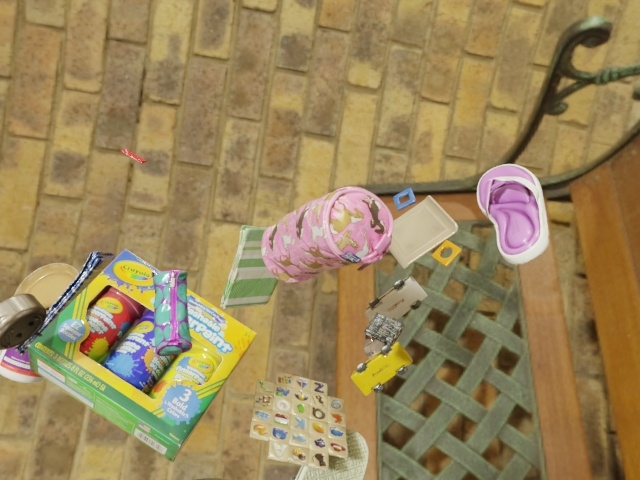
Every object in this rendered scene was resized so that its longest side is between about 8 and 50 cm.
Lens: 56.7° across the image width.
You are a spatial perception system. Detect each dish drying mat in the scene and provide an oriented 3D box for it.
[{"bbox_3d":[-0.620,-0.281,1.969,0.008,0.083,0.032,-62,-5,21],"label":"dish drying mat"}]

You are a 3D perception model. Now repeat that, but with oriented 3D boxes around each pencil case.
[{"bbox_3d":[-0.262,0.125,1.044,0.070,0.065,0.151,120,144,-54],"label":"pencil case"},{"bbox_3d":[0.000,0.000,1.316,0.386,0.160,0.167,-19,74,62],"label":"pencil case"}]

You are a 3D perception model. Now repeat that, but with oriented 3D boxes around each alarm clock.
[{"bbox_3d":[-0.665,0.175,1.267,0.129,0.064,0.192,-45,-16,-5],"label":"alarm clock"}]

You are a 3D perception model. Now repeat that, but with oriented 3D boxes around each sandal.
[{"bbox_3d":[0.494,-0.104,1.547,0.169,0.102,0.416,-33,29,20],"label":"sandal"}]

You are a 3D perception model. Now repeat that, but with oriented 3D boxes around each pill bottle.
[{"bbox_3d":[-1.037,0.343,2.164,0.181,0.182,0.322,179,114,-81],"label":"pill bottle"}]

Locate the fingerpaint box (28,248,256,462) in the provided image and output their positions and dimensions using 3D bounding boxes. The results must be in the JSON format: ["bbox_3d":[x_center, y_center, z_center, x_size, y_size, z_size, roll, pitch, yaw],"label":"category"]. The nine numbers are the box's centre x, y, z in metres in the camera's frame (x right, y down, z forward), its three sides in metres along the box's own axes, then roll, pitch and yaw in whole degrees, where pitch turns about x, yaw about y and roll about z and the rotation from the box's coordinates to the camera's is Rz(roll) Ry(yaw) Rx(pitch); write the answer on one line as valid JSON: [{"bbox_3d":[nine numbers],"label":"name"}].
[{"bbox_3d":[-0.459,0.292,1.578,0.371,0.445,0.163,-55,-3,-40],"label":"fingerpaint box"}]

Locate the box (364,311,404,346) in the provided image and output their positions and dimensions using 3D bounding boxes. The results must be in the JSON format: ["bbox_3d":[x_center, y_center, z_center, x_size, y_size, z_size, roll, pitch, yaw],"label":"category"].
[{"bbox_3d":[0.166,0.230,1.546,0.067,0.083,0.018,-52,-35,-27],"label":"box"}]

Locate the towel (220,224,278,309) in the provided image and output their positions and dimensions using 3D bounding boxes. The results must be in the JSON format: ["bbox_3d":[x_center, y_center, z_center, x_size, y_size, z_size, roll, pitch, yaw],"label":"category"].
[{"bbox_3d":[-0.239,0.100,2.219,0.038,0.248,0.324,29,109,39],"label":"towel"}]

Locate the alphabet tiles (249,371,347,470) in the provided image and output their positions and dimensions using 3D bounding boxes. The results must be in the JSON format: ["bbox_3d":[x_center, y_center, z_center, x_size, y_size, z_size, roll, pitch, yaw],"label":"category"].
[{"bbox_3d":[-0.060,0.523,1.754,0.342,0.285,0.011,-91,18,-61],"label":"alphabet tiles"}]

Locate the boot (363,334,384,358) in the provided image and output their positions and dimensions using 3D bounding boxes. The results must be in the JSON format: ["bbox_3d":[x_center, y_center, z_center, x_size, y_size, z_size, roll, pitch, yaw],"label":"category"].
[{"bbox_3d":[0.202,0.356,2.012,0.042,0.119,0.086,4,-105,-61],"label":"boot"}]

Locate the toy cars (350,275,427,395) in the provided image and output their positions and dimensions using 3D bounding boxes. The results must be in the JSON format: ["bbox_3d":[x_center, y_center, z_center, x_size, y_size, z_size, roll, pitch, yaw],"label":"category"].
[{"bbox_3d":[0.208,0.289,1.838,0.087,0.177,0.393,-91,13,-82],"label":"toy cars"}]

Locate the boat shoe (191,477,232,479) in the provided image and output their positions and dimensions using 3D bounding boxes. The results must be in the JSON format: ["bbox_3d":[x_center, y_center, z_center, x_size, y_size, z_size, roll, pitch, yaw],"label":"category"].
[{"bbox_3d":[-0.335,0.669,1.447,0.118,0.320,0.103,-3,92,39],"label":"boat shoe"}]

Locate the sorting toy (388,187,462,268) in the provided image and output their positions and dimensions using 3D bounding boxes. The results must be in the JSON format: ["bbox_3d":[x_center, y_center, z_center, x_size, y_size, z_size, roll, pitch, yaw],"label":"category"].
[{"bbox_3d":[0.289,-0.019,1.736,0.196,0.047,0.347,-38,41,6],"label":"sorting toy"}]

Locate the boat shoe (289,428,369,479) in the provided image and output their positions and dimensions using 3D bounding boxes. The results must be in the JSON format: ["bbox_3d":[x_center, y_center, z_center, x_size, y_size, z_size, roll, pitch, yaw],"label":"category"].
[{"bbox_3d":[-0.030,0.776,1.753,0.500,0.187,0.156,-53,3,-31],"label":"boat shoe"}]

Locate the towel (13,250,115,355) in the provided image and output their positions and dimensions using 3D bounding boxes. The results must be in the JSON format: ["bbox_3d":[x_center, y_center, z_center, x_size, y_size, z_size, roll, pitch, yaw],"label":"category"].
[{"bbox_3d":[-0.713,0.165,1.678,0.336,0.040,0.243,-52,7,-7],"label":"towel"}]

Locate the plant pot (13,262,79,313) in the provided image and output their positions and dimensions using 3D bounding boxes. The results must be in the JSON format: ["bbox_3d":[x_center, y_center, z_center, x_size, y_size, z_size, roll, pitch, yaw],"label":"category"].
[{"bbox_3d":[-0.871,0.182,1.904,0.032,0.237,0.236,69,-161,-56],"label":"plant pot"}]
